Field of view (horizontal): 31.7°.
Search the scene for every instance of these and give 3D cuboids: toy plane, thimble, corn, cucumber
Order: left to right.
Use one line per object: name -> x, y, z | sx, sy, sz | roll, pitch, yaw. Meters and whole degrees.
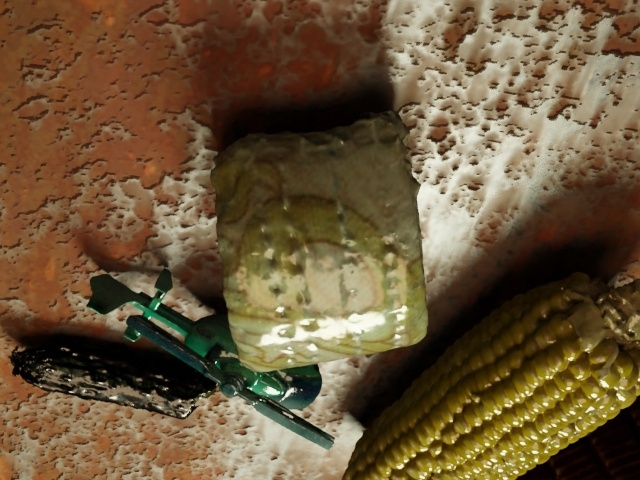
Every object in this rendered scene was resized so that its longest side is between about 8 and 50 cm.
cucumber -> -0.176, 0.118, 0.969 | 0.181, 0.053, 0.053 | 14, 130, -16
toy plane -> -0.084, 0.088, 0.923 | 0.235, 0.096, 0.060 | 31, 122, -9
thimble -> 0.000, 0.000, 0.818 | 0.143, 0.137, 0.190 | -6, 123, -1
corn -> 0.153, 0.142, 0.976 | 0.130, 0.130, 0.347 | 27, 128, -28

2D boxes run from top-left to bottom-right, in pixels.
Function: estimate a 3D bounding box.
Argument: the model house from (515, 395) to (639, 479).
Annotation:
model house -> 0.317, 0.310, 1.053 | 0.297, 0.317, 0.282 | -4, 139, -20
